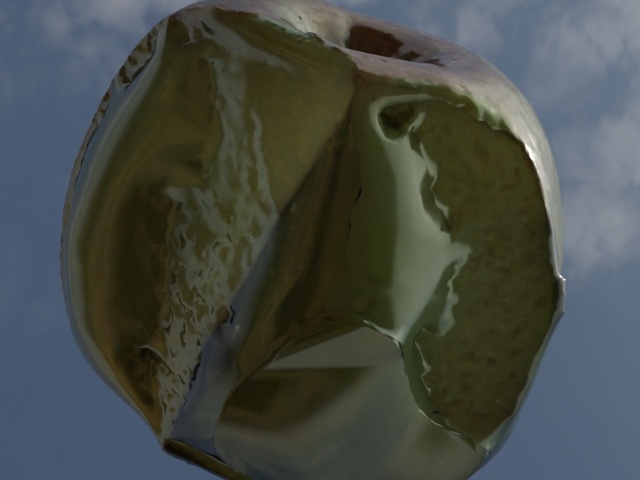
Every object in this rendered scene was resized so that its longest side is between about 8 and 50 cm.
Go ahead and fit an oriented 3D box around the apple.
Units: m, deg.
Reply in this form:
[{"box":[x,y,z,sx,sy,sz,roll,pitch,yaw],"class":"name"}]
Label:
[{"box":[0.000,0.000,0.668,0.207,0.174,0.188,31,-75,18],"class":"apple"}]
